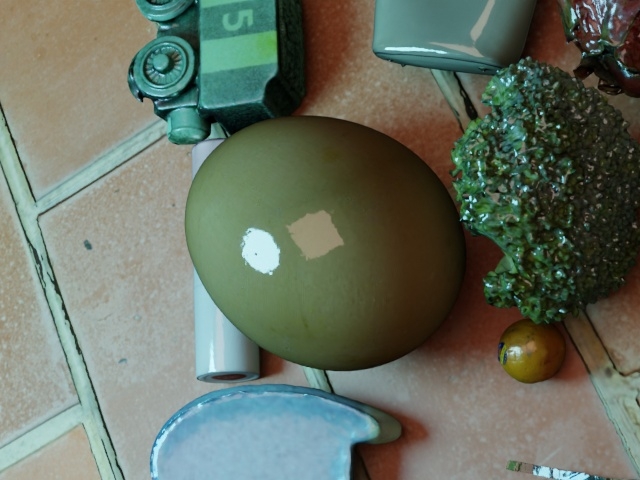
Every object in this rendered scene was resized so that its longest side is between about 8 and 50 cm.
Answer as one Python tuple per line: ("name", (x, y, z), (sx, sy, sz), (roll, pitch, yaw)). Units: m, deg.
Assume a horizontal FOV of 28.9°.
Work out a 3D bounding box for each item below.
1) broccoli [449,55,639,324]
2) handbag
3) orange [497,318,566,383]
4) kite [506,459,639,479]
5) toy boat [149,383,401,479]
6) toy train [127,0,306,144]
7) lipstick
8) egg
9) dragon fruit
("broccoli", (0.267, -0.051, 1.444), (0.235, 0.260, 0.288), (20, 87, 14))
("handbag", (0.181, -0.376, 1.610), (0.241, 0.109, 0.315), (10, 95, 24))
("orange", (0.254, 0.132, 1.487), (0.083, 0.083, 0.084), (-7, 73, 24))
("kite", (0.340, 0.320, 1.409), (0.310, 0.015, 0.169), (14, 77, 38))
("toy boat", (-0.055, 0.292, 1.591), (0.330, 0.123, 0.215), (-2, 83, 14))
("toy train", (-0.141, -0.281, 1.754), (0.238, 0.167, 0.299), (-5, 75, 14))
("lipstick", (-0.131, 0.027, 1.695), (0.087, 0.087, 0.327), (-10, 71, 23))
("egg", (0.000, 0.000, 1.520), (0.374, 0.301, 0.301), (24, 87, 40))
("dragon fruit", (0.389, -0.303, 1.447), (0.244, 0.244, 0.299), (4, 61, 26))
